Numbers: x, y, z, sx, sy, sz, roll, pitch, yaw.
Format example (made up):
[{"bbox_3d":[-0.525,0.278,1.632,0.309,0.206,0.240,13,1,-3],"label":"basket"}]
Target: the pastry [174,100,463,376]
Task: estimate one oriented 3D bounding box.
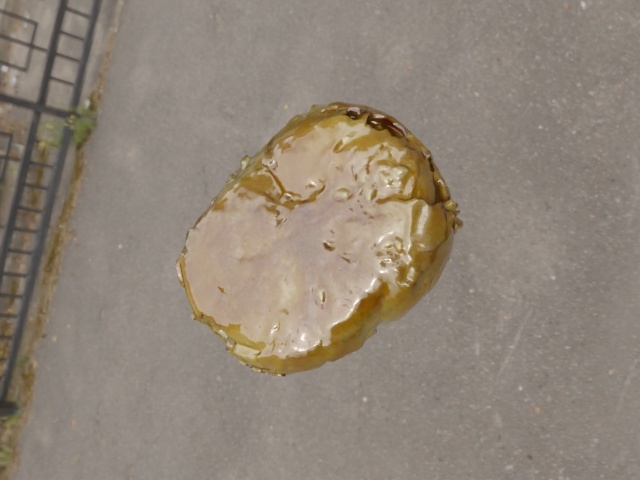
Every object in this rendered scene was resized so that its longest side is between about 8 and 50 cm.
[{"bbox_3d":[0.000,0.000,0.744,0.311,0.162,0.255,-35,72,16],"label":"pastry"}]
